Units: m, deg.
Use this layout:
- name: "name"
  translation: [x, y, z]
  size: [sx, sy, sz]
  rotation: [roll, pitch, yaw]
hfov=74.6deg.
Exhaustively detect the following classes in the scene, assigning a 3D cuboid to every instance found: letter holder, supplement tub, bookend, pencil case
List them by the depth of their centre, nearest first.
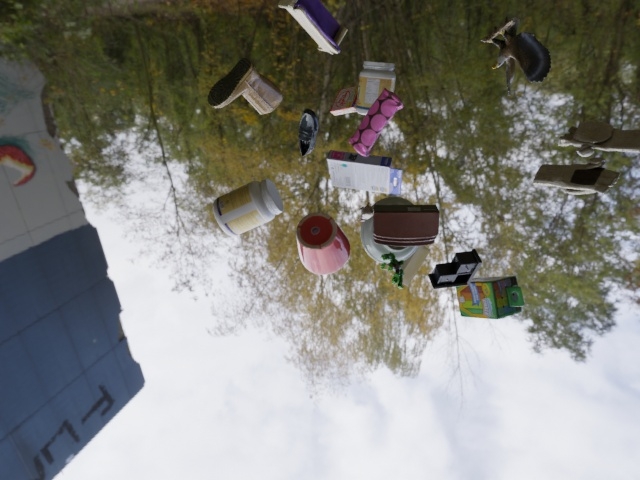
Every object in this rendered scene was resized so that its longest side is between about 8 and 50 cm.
- name: "pencil case"
  translation: [0.178, -0.373, 1.336]
  size: [0.098, 0.209, 0.095]
  rotation: [3, -139, -52]
- name: "bookend"
  translation: [0.532, 0.114, 1.670]
  size: [0.157, 0.157, 0.072]
  rotation: [-5, -130, -10]
- name: "supplement tub"
  translation: [0.223, -0.609, 1.688]
  size: [0.145, 0.199, 0.144]
  rotation: [4, -157, -2]
- name: "letter holder"
  translation: [0.405, -0.053, 2.018]
  size: [0.302, 0.214, 0.152]
  rotation: [1, -163, 9]
- name: "supplement tub"
  translation: [-0.398, -0.187, 2.335]
  size: [0.332, 0.240, 0.241]
  rotation: [-23, -157, 11]

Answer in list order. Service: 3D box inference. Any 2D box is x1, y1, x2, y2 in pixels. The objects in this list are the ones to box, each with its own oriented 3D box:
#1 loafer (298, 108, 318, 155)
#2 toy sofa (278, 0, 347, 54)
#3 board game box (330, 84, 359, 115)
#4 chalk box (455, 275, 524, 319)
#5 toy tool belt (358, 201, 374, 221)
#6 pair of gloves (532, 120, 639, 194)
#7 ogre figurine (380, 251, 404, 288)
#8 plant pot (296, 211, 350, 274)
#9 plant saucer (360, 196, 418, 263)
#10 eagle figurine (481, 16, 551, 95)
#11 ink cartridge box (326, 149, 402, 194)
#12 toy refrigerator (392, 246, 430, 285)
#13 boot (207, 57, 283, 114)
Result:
- name: "loafer"
  translation: [-0.055, -0.446, 1.756]
  size: [0.076, 0.223, 0.078]
  rotation: [23, -123, 12]
- name: "toy sofa"
  translation: [-0.015, -1.091, 2.061]
  size: [0.177, 0.150, 0.363]
  rotation: [35, -175, 40]
- name: "board game box"
  translation: [0.155, -0.768, 2.303]
  size: [0.045, 0.146, 0.194]
  rotation: [31, 166, -38]
- name: "chalk box"
  translation: [0.818, 0.268, 1.993]
  size: [0.179, 0.180, 0.289]
  rotation: [-8, 177, -28]
- name: "toy tool belt"
  translation: [0.170, -0.107, 1.572]
  size: [0.052, 0.051, 0.083]
  rotation: [6, 162, -12]
- name: "pair of gloves"
  translation: [0.722, -0.229, 1.134]
  size: [0.240, 0.042, 0.204]
  rotation: [-52, -138, -9]
- name: "ogre figurine"
  translation: [0.379, 0.143, 2.155]
  size: [0.197, 0.097, 0.118]
  rotation: [44, -147, 3]
- name: "plant pot"
  translation: [0.000, 0.000, 2.043]
  size: [0.275, 0.243, 0.274]
  rotation: [-4, -114, 9]
- name: "plant saucer"
  translation: [0.431, -0.050, 2.415]
  size: [0.401, 0.399, 0.100]
  rotation: [-11, -167, -14]
- name: "eagle figurine"
  translation: [0.873, -0.837, 1.908]
  size: [0.225, 0.298, 0.226]
  rotation: [-40, -164, 29]
- name: "ink cartridge box"
  translation: [0.191, -0.283, 1.767]
  size: [0.312, 0.185, 0.065]
  rotation: [12, -117, 15]
- name: "toy refrigerator"
  translation: [0.575, 0.143, 2.644]
  size: [0.094, 0.269, 0.102]
  rotation: [29, -171, -15]
- name: "boot"
  translation: [-0.289, -0.569, 1.682]
  size: [0.236, 0.089, 0.269]
  rotation: [-40, 161, 10]
